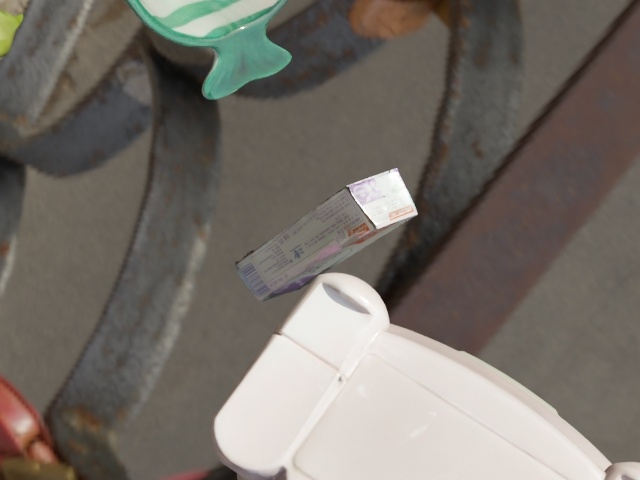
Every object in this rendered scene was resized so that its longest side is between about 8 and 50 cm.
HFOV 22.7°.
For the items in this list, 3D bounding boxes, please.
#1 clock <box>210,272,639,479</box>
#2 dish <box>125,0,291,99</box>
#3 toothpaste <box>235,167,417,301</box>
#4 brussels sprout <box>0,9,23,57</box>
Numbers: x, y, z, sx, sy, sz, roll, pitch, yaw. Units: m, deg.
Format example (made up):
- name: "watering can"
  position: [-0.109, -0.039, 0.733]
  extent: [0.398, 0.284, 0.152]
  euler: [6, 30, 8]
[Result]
- name: "clock"
  position: [0.084, 0.190, 1.123]
  extent: [0.184, 0.342, 0.326]
  euler: [-50, 167, -10]
- name: "dish"
  position: [-0.087, -0.231, 1.147]
  extent: [0.224, 0.078, 0.246]
  euler: [-28, 129, -31]
- name: "toothpaste"
  position: [0.000, 0.000, 1.171]
  extent: [0.047, 0.196, 0.040]
  euler: [-22, 83, -32]
- name: "brussels sprout"
  position: [-0.216, 0.016, 0.435]
  extent: [0.294, 0.227, 0.259]
  euler: [30, 107, 16]
